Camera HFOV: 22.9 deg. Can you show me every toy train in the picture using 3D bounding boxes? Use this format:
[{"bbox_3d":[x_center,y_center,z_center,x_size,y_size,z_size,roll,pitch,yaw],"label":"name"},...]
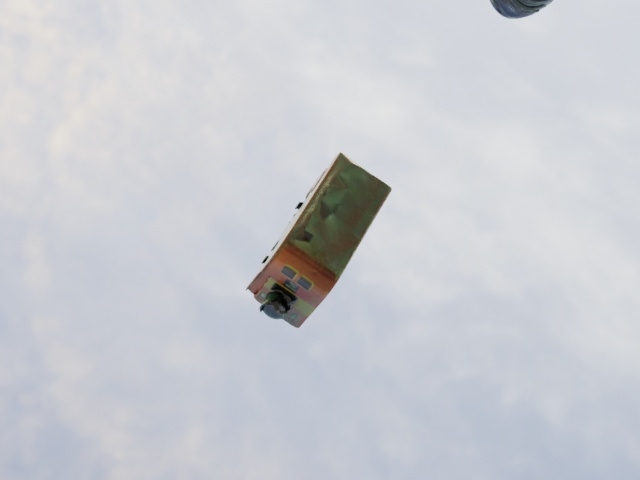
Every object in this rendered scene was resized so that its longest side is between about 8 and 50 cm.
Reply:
[{"bbox_3d":[0.000,0.000,1.536,0.072,0.099,0.188,37,-131,-7],"label":"toy train"}]

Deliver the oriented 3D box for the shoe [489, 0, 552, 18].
[{"bbox_3d":[0.196,-0.229,1.259,0.064,0.143,0.071,46,-172,-20],"label":"shoe"}]
